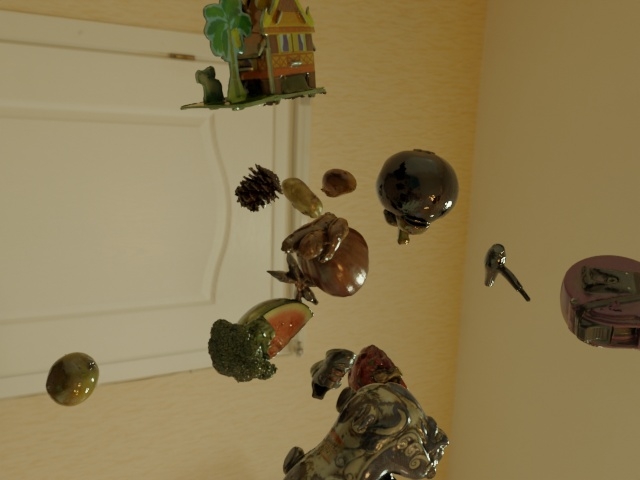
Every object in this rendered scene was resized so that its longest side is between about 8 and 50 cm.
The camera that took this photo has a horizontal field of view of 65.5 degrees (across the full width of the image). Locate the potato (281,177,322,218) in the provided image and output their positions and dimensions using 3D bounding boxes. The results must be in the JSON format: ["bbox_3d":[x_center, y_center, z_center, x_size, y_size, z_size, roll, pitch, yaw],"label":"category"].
[{"bbox_3d":[-0.062,-0.143,1.680,0.170,0.080,0.107,50,-26,-10],"label":"potato"}]

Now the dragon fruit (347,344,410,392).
[{"bbox_3d":[0.187,0.509,1.805,0.317,0.152,0.205,39,-37,42],"label":"dragon fruit"}]

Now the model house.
[{"bbox_3d":[-0.184,-0.482,1.207,0.243,0.358,0.312,7,-66,37],"label":"model house"}]

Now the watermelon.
[{"bbox_3d":[-0.185,0.257,1.484,0.128,0.303,0.159,33,-21,47],"label":"watermelon"}]

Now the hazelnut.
[{"bbox_3d":[0.035,0.034,1.272,0.210,0.186,0.210,170,-90,-68],"label":"hazelnut"}]

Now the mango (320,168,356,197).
[{"bbox_3d":[0.051,-0.154,1.332,0.127,0.063,0.077,6,-66,51],"label":"mango"}]

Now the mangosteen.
[{"bbox_3d":[0.290,-0.131,1.547,0.275,0.275,0.302,35,-67,60],"label":"mangosteen"}]

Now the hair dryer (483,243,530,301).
[{"bbox_3d":[0.631,0.138,1.685,0.195,0.075,0.219,82,-16,-45],"label":"hair dryer"}]

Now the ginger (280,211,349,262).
[{"bbox_3d":[0.000,0.000,1.087,0.103,0.162,0.073,18,-48,48],"label":"ginger"}]

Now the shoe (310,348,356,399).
[{"bbox_3d":[0.036,0.420,1.557,0.227,0.099,0.112,-49,-158,47],"label":"shoe"}]

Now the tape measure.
[{"bbox_3d":[0.692,0.139,1.154,0.231,0.246,0.149,-69,149,-47],"label":"tape measure"}]

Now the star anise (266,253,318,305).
[{"bbox_3d":[-0.059,0.126,1.607,0.208,0.172,0.063,60,-5,-15],"label":"star anise"}]

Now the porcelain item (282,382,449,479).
[{"bbox_3d":[0.066,0.368,0.803,0.288,0.186,0.138,-50,-165,-9],"label":"porcelain item"}]

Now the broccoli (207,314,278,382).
[{"bbox_3d":[-0.155,0.219,1.002,0.146,0.138,0.162,28,-34,38],"label":"broccoli"}]

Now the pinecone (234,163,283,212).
[{"bbox_3d":[-0.108,-0.088,0.860,0.077,0.083,0.077,40,-11,9],"label":"pinecone"}]

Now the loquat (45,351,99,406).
[{"bbox_3d":[-0.762,0.430,1.524,0.195,0.152,0.152,-44,-137,15],"label":"loquat"}]
